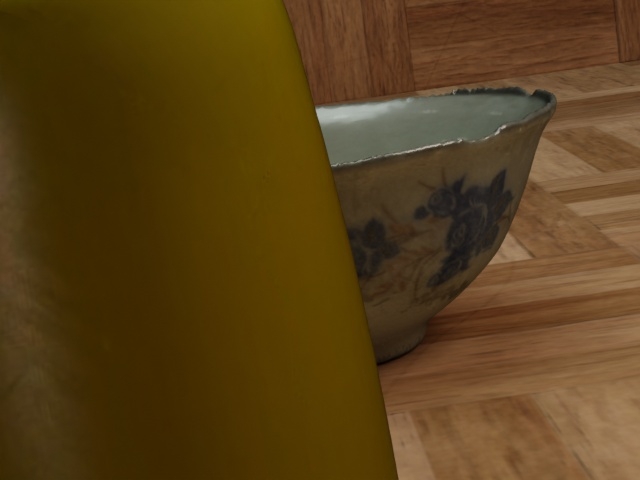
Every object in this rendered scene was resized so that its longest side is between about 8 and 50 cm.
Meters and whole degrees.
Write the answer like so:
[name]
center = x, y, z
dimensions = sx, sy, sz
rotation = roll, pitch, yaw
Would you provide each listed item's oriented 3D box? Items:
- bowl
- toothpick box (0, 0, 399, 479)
[bowl]
center = 0.000, 0.000, 0.979
dimensions = 0.313, 0.146, 0.313
rotation = -8, 9, 1
[toothpick box]
center = -0.066, 0.056, 0.395
dimensions = 0.175, 0.271, 0.175
rotation = -8, 11, 1
